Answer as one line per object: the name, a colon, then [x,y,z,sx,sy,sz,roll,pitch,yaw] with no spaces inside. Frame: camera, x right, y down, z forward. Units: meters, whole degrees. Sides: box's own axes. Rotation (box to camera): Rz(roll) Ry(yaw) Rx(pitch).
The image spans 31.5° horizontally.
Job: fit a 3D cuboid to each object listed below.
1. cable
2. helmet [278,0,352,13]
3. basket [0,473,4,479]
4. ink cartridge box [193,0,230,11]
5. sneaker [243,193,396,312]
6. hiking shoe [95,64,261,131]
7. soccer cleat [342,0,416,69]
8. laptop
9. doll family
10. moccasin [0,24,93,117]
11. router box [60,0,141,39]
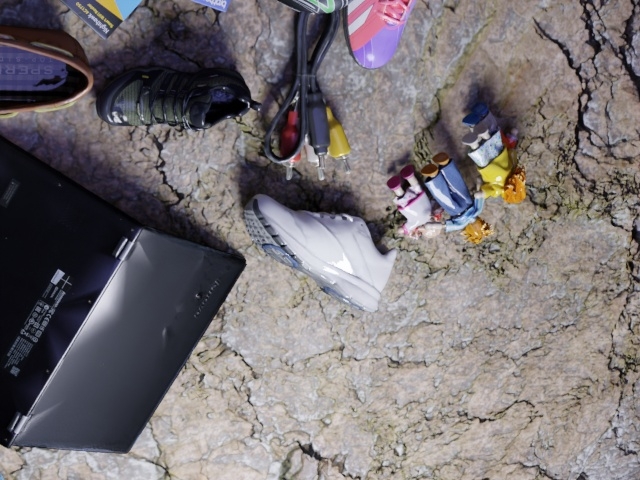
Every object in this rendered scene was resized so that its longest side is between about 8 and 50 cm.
cable: [-0.028,-0.228,1.721,0.139,0.072,0.287,-7,102,-11]
helmet: [-0.005,-0.397,1.579,0.161,0.169,0.169,23,101,-22]
basket: [-0.599,0.397,1.616,0.255,0.201,0.289,-50,152,2]
ink cartridge box: [-0.144,-0.475,1.508,0.186,0.065,0.311,4,110,-55]
sneaker: [0.000,0.000,1.801,0.297,0.111,0.129,35,79,-35]
hiking shoe: [-0.201,-0.200,1.607,0.227,0.114,0.086,-11,114,-19]
soccer cleat: [0.117,-0.399,1.652,0.109,0.116,0.318,0,111,-39]
laptop: [-0.389,0.097,1.707,0.408,0.236,0.382,32,96,-2]
doll family: [0.244,-0.084,1.846,0.263,0.118,0.163,-40,121,-4]
moccasin: [-0.486,-0.209,1.461,0.380,0.147,0.139,2,110,-24]
router box: [-0.314,-0.379,1.524,0.133,0.046,0.179,-48,121,1]
